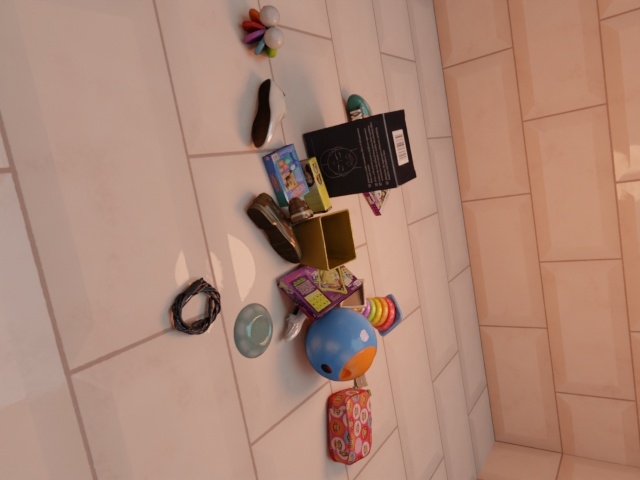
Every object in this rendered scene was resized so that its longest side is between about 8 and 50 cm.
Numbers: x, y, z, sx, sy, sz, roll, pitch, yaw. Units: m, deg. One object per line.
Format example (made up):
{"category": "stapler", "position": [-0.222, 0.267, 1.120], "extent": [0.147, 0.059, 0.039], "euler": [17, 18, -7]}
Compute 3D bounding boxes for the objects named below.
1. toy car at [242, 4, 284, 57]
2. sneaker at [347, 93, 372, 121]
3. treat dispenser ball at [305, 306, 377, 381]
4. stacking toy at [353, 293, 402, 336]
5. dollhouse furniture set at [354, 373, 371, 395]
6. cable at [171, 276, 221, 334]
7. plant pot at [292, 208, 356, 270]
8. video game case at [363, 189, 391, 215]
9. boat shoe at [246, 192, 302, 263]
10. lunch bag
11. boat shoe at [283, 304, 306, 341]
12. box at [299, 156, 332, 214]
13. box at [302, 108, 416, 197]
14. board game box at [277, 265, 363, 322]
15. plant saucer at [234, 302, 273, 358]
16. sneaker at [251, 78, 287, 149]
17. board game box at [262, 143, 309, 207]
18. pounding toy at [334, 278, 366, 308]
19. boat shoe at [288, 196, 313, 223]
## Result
{"category": "toy car", "position": [-0.220, -0.768, 1.674], "extent": [0.136, 0.159, 0.182], "euler": [-15, 100, -18]}
{"category": "sneaker", "position": [0.202, -0.565, 2.230], "extent": [0.302, 0.108, 0.121], "euler": [63, 37, -29]}
{"category": "treat dispenser ball", "position": [0.082, 0.411, 1.799], "extent": [0.288, 0.288, 0.289], "euler": [9, 79, -53]}
{"category": "stacking toy", "position": [0.219, 0.330, 2.135], "extent": [0.301, 0.175, 0.166], "euler": [16, 36, -34]}
{"category": "dollhouse furniture set", "position": [0.189, 0.709, 2.132], "extent": [0.076, 0.058, 0.152], "euler": [1, 66, -46]}
{"category": "cable", "position": [-0.384, 0.216, 1.402], "extent": [0.185, 0.047, 0.151], "euler": [-58, 135, -43]}
{"category": "plant pot", "position": [0.000, 0.000, 1.821], "extent": [0.212, 0.187, 0.213], "euler": [-19, 101, -53]}
{"category": "video game case", "position": [0.288, -0.282, 2.368], "extent": [0.232, 0.041, 0.210], "euler": [55, 44, -34]}
{"category": "boat shoe", "position": [-0.146, -0.045, 1.693], "extent": [0.307, 0.110, 0.105], "euler": [57, 44, -33]}
{"category": "lunch bag", "position": [0.146, 0.800, 1.980], "extent": [0.258, 0.120, 0.294], "euler": [8, 79, -54]}
{"category": "boat shoe", "position": [-0.102, 0.309, 1.755], "extent": [0.063, 0.066, 0.184], "euler": [51, 49, -18]}
{"category": "box", "position": [-0.031, -0.225, 1.894], "extent": [0.058, 0.087, 0.233], "euler": [-44, 119, -49]}
{"category": "box", "position": [0.166, -0.358, 1.913], "extent": [0.212, 0.395, 0.294], "euler": [-29, 110, -52]}
{"category": "board game box", "position": [0.007, 0.178, 1.828], "extent": [0.208, 0.056, 0.346], "euler": [48, 37, 13]}
{"category": "plant saucer", "position": [-0.224, 0.320, 1.606], "extent": [0.194, 0.037, 0.195], "euler": [9, 79, -52]}
{"category": "sneaker", "position": [-0.176, -0.459, 1.704], "extent": [0.123, 0.105, 0.291], "euler": [27, 64, -46]}
{"category": "board game box", "position": [-0.133, -0.258, 1.789], "extent": [0.160, 0.047, 0.211], "euler": [-40, 117, -48]}
{"category": "pounding toy", "position": [0.089, 0.266, 1.986], "extent": [0.205, 0.094, 0.181], "euler": [0, 80, -18]}
{"category": "boat shoe", "position": [-0.079, -0.123, 1.728], "extent": [0.257, 0.095, 0.095], "euler": [-168, -122, -85]}
